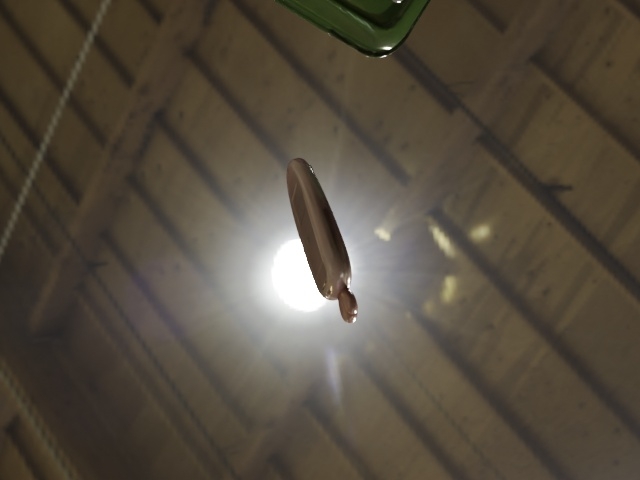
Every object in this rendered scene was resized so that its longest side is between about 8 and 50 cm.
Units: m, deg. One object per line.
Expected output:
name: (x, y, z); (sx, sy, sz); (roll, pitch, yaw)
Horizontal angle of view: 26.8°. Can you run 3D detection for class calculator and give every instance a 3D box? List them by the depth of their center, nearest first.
calculator: (0.000, 0.000, 1.266); (0.103, 0.024, 0.165); (110, -38, -68)

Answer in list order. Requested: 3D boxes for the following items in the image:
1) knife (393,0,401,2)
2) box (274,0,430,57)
knife: (0.116, -0.283, 0.903); (0.038, 0.398, 0.132); (8, -56, 23)
box: (0.003, -0.395, 1.559); (0.252, 0.329, 0.178); (-56, -135, 9)
